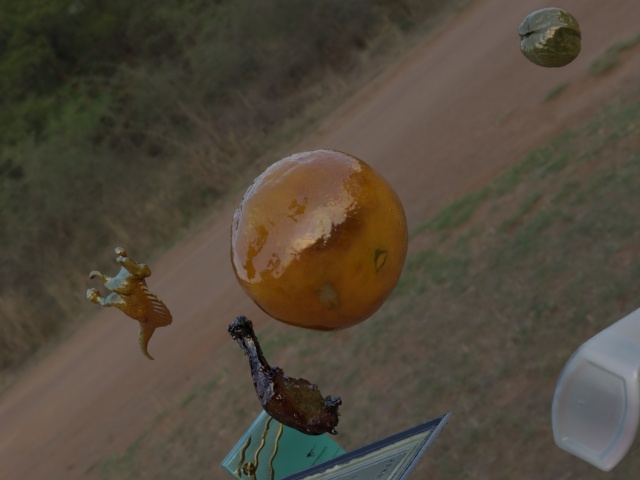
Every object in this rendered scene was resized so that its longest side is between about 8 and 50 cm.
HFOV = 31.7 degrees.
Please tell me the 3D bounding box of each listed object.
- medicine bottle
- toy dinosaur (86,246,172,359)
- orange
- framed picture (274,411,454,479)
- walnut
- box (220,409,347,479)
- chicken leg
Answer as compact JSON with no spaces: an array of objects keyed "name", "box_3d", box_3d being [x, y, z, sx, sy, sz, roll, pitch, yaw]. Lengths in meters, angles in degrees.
[{"name":"medicine bottle","box_3d":[0.438,0.172,1.501,0.124,0.179,0.324,24,27,32]},{"name":"toy dinosaur","box_3d":[-0.241,0.087,1.549,0.142,0.212,0.057,1,49,43]},{"name":"orange","box_3d":[0.000,0.000,1.586,0.261,0.261,0.261,-38,10,8]},{"name":"framed picture","box_3d":[-0.005,0.201,0.855,0.199,0.010,0.195,-26,4,27]},{"name":"walnut","box_3d":[0.324,-0.285,1.585,0.092,0.092,0.092,-38,10,8]},{"name":"box","box_3d":[-0.039,0.402,1.964,0.162,0.229,0.041,-51,10,-21]},{"name":"chicken leg","box_3d":[-0.058,0.220,1.731,0.051,0.253,0.106,-25,26,37]}]
